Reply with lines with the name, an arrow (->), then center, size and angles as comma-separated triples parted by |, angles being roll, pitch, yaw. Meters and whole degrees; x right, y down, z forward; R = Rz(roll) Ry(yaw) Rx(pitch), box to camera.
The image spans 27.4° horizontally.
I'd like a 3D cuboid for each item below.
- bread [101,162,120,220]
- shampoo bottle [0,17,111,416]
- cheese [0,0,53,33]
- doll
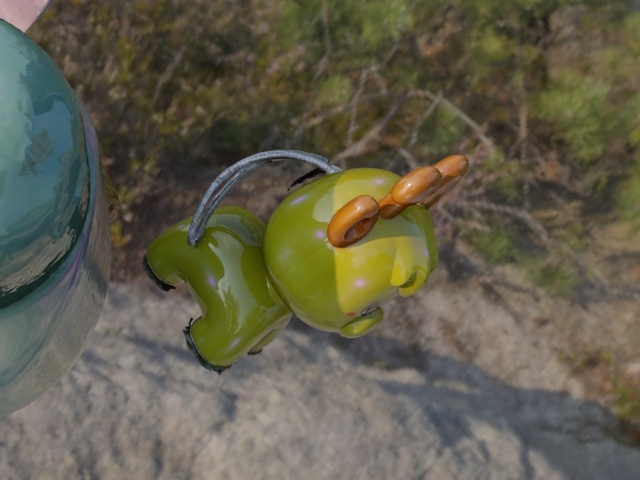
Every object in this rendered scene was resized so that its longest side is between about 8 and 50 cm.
bread -> -0.307, -0.055, 1.384 | 0.158, 0.143, 0.149 | 54, 4, 14
shampoo bottle -> -0.198, -0.016, 0.736 | 0.151, 0.349, 0.221 | 13, 76, -5
cheese -> -0.294, -0.171, 1.074 | 0.189, 0.286, 0.074 | 54, 24, 16
doll -> 0.000, 0.000, 0.854 | 0.143, 0.221, 0.135 | -19, 81, -55
